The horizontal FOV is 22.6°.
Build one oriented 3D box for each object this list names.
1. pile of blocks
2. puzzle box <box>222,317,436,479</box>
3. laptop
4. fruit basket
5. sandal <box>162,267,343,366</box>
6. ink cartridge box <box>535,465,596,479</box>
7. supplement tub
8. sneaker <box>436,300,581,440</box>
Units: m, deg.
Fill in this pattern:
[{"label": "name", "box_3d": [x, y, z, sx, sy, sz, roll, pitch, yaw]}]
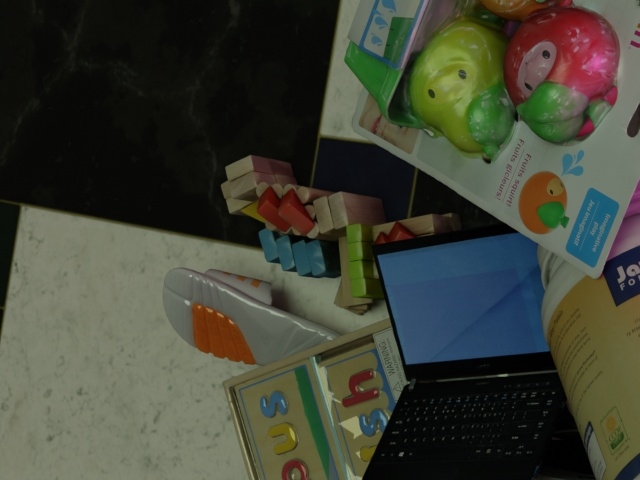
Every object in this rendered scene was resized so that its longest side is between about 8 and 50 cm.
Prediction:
[{"label": "pile of blocks", "box_3d": [0.000, 0.000, 1.870, 0.362, 0.112, 0.149, 19, 97, 37]}, {"label": "puzzle box", "box_3d": [0.053, 0.312, 1.812, 0.272, 0.052, 0.409, -24, 78, 33]}, {"label": "laptop", "box_3d": [0.122, 0.133, 1.614, 0.234, 0.136, 0.264, -11, 43, 47]}, {"label": "fruit basket", "box_3d": [0.181, -0.185, 1.453, 0.353, 0.165, 0.327, 40, 115, 48]}, {"label": "sandal", "box_3d": [-0.067, 0.101, 1.940, 0.265, 0.076, 0.102, 21, 121, 16]}, {"label": "ink cartridge box", "box_3d": [0.276, 0.338, 1.599, 0.272, 0.114, 0.197, 8, 90, 24]}, {"label": "supplement tub", "box_3d": [0.330, 0.111, 1.434, 0.228, 0.228, 0.316, -38, 48, 27]}, {"label": "sneaker", "box_3d": [0.261, 0.156, 1.675, 0.330, 0.122, 0.146, 20, 114, 36]}]
